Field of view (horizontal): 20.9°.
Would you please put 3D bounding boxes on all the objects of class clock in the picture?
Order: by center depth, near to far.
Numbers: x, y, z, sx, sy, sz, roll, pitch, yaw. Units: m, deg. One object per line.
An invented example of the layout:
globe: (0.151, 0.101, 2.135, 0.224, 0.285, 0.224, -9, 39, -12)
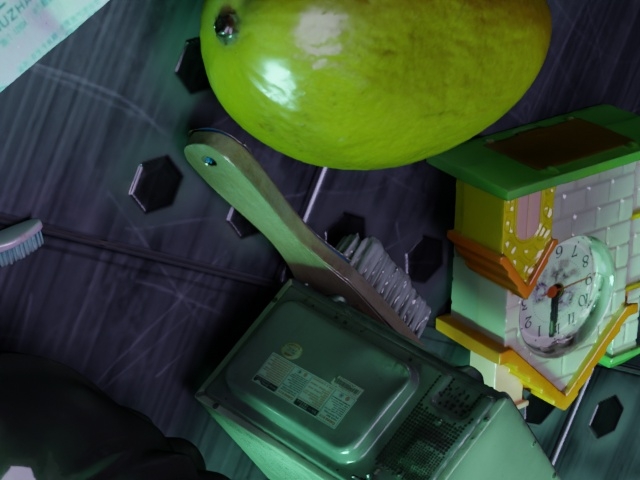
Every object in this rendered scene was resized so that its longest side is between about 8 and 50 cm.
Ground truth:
clock: (0.210, 0.028, 1.572, 0.219, 0.106, 0.255, -17, 120, -33)

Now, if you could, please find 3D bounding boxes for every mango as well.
mango: (0.044, -0.146, 1.338, 0.331, 0.142, 0.195, 12, 106, -44)

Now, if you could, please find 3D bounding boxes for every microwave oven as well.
microwave oven: (0.048, 0.156, 1.390, 0.145, 0.240, 0.194, -48, 139, -16)

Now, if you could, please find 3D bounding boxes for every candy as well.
candy: (-0.228, -0.157, 1.157, 0.160, 0.073, 0.092, -44, 135, -17)

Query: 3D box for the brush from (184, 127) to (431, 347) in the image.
brush: (0.000, 0.000, 1.425, 0.327, 0.070, 0.065, 46, 60, -40)

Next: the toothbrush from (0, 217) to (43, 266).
toothbrush: (-0.309, 0.054, 1.221, 0.269, 0.021, 0.027, -31, 121, -24)

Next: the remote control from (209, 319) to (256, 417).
remote control: (-0.061, 0.112, 1.451, 0.034, 0.016, 0.091, 23, 94, -38)

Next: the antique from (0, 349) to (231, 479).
antique: (-0.214, 0.216, 1.261, 0.255, 0.185, 0.322, -51, 128, -8)
